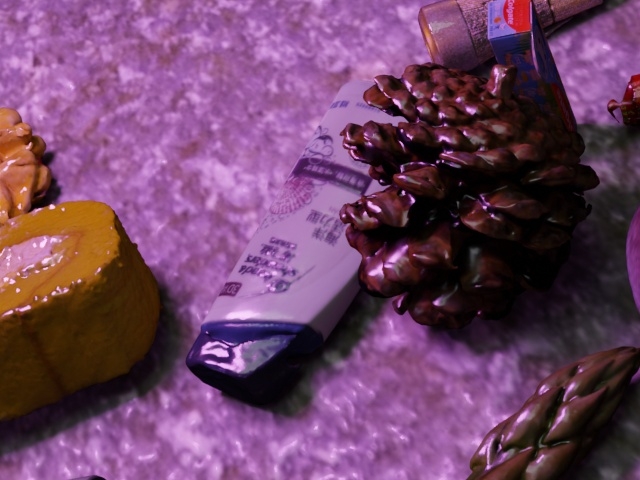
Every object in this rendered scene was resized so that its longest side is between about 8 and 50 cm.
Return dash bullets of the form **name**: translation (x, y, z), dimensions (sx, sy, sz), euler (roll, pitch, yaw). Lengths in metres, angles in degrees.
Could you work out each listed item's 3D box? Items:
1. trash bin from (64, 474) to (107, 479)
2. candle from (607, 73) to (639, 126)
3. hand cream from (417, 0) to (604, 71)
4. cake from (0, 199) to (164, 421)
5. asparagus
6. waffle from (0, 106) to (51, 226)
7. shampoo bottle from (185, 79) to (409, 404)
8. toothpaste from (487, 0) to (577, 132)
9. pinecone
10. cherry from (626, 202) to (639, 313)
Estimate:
- **trash bin**: translation (-0.330, 0.359, 1.406), dimensions (0.343, 0.158, 0.223), euler (-12, 49, 26)
- **candle**: translation (0.346, -0.146, 1.514), dimensions (0.130, 0.052, 0.052), euler (-14, 50, 19)
- **hand cream**: translation (0.209, -0.244, 1.653), dimensions (0.203, 0.084, 0.084), euler (-21, 48, 2)
- **cake**: translation (-0.303, 0.074, 1.613), dimensions (0.260, 0.156, 0.179), euler (-20, 32, 6)
- **asparagus**: translation (0.176, 0.187, 1.327), dimensions (0.287, 0.080, 0.080), euler (-43, 47, -9)
- **waffle**: translation (-0.501, -0.012, 1.833), dimensions (0.379, 0.095, 0.382), euler (5, 60, 28)
- **shampoo bottle**: translation (0.000, 0.000, 1.563), dimensions (0.134, 0.078, 0.359), euler (15, 63, 31)
- **toothpaste**: translation (0.207, -0.144, 1.487), dimensions (0.044, 0.193, 0.070), euler (-9, 52, 19)
- **pinecone**: translation (0.136, -0.039, 1.420), dimensions (0.243, 0.257, 0.243), euler (-9, 28, 5)
- **cherry**: translation (0.367, 0.005, 1.297), dimensions (0.213, 0.184, 0.266), euler (3, 40, 19)
